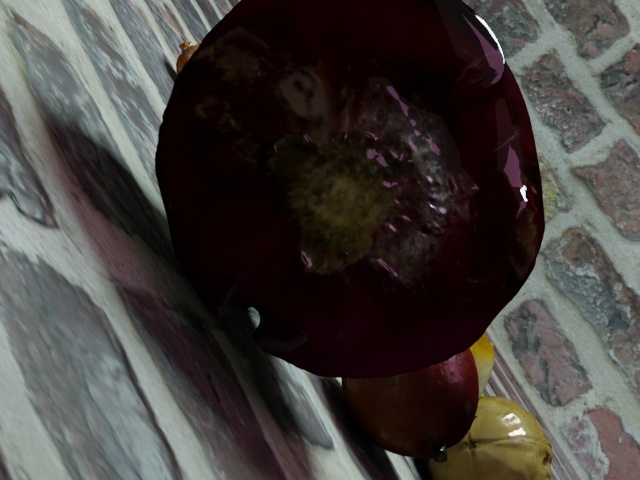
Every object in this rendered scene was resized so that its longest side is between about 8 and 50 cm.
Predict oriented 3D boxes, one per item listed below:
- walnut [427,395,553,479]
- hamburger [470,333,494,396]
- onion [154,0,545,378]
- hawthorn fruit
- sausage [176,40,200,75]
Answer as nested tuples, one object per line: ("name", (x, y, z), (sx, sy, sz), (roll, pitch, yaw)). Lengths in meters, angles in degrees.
("walnut", (0.222, 0.284, 1.796), (0.165, 0.165, 0.197), (60, 2, 29))
("hamburger", (0.135, 0.145, 1.892), (0.237, 0.147, 0.237), (42, 9, -8))
("onion", (0.018, -0.051, 1.398), (0.398, 0.398, 0.420), (56, -16, 3))
("hawthorn fruit", (0.105, 0.171, 1.575), (0.169, 0.169, 0.188), (48, 22, -40))
("sausage", (-0.135, -0.186, 1.895), (0.234, 0.071, 0.071), (60, 9, 23))
